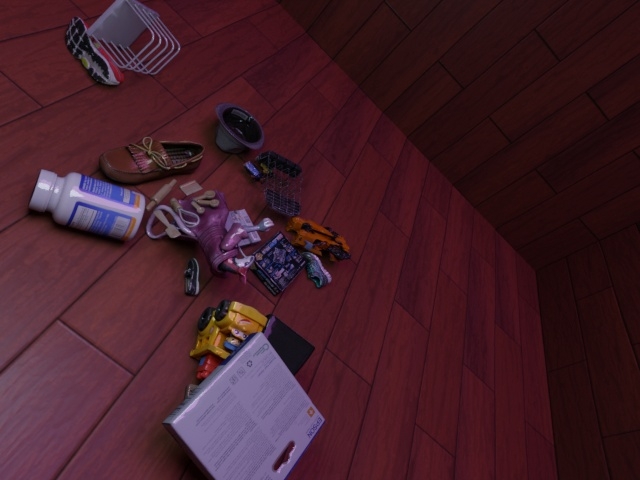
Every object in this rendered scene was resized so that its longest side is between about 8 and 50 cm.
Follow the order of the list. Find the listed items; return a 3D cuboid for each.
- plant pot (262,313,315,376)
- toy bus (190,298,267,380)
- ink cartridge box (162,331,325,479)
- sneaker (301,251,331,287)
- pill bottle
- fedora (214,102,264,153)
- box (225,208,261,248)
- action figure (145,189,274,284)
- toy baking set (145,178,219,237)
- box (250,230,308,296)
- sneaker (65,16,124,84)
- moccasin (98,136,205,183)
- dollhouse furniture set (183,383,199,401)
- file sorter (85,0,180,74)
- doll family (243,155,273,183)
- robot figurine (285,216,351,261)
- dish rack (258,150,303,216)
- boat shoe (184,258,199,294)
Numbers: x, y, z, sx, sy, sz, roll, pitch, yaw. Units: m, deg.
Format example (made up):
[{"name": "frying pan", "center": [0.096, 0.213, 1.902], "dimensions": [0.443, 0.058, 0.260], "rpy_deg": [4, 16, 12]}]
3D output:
[{"name": "plant pot", "center": [-0.164, 0.365, 1.377], "dimensions": [0.188, 0.187, 0.167], "rpy_deg": [42, 51, -14]}, {"name": "toy bus", "center": [-0.279, 0.300, 1.279], "dimensions": [0.149, 0.220, 0.212], "rpy_deg": [36, 48, -25]}, {"name": "ink cartridge box", "center": [-0.179, 0.468, 1.143], "dimensions": [0.324, 0.071, 0.330], "rpy_deg": [-42, 105, -42]}, {"name": "sneaker", "center": [-0.027, 0.121, 1.796], "dimensions": [0.166, 0.065, 0.076], "rpy_deg": [49, 43, 0]}, {"name": "pill bottle", "center": [-0.659, -0.103, 1.256], "dimensions": [0.272, 0.152, 0.152], "rpy_deg": [20, 48, -34]}, {"name": "fedora", "center": [-0.361, -0.450, 1.853], "dimensions": [0.243, 0.124, 0.275], "rpy_deg": [42, 31, -17]}, {"name": "box", "center": [-0.326, -0.037, 1.633], "dimensions": [0.186, 0.038, 0.145], "rpy_deg": [-17, 73, -51]}, {"name": "action figure", "center": [-0.330, -0.010, 1.369], "dimensions": [0.275, 0.248, 0.370], "rpy_deg": [2, 35, -44]}, {"name": "toy baking set", "center": [-0.428, -0.112, 1.351], "dimensions": [0.196, 0.030, 0.256], "rpy_deg": [17, 44, 14]}, {"name": "box", "center": [-0.164, 0.084, 1.691], "dimensions": [0.175, 0.051, 0.220], "rpy_deg": [49, 38, -4]}, {"name": "sneaker", "center": [-0.822, -0.681, 1.615], "dimensions": [0.279, 0.107, 0.118], "rpy_deg": [58, 20, 2]}, {"name": "moccasin", "center": [-0.557, -0.280, 1.501], "dimensions": [0.380, 0.147, 0.139], "rpy_deg": [-13, 70, -49]}, {"name": "dollhouse furniture set", "center": [-0.287, 0.469, 1.203], "dimensions": [0.144, 0.123, 0.151], "rpy_deg": [25, 45, -30]}, {"name": "file sorter", "center": [-0.675, -0.744, 1.643], "dimensions": [0.173, 0.192, 0.278], "rpy_deg": [51, 12, -10]}, {"name": "doll family", "center": [-0.256, -0.300, 1.890], "dimensions": [0.111, 0.076, 0.193], "rpy_deg": [52, 43, -7]}, {"name": "robot figurine", "center": [0.000, 0.000, 1.875], "dimensions": [0.291, 0.085, 0.211], "rpy_deg": [24, 27, -31]}, {"name": "dish rack", "center": [-0.165, -0.230, 1.842], "dimensions": [0.208, 0.074, 0.272], "rpy_deg": [21, 59, -39]}, {"name": "boat shoe", "center": [-0.418, 0.115, 1.418], "dimensions": [0.038, 0.046, 0.125], "rpy_deg": [14, 59, -44]}]
